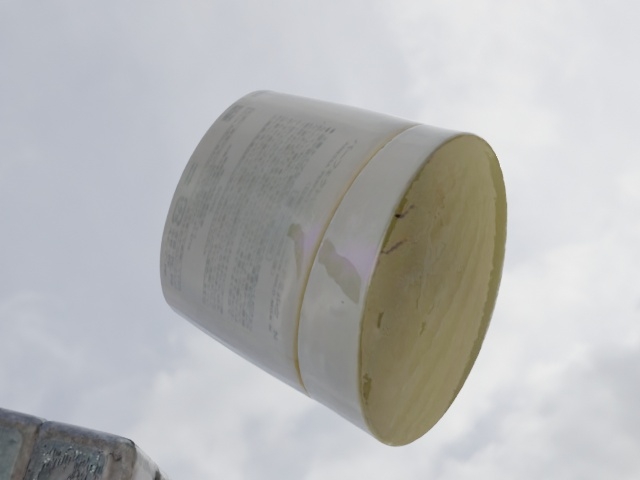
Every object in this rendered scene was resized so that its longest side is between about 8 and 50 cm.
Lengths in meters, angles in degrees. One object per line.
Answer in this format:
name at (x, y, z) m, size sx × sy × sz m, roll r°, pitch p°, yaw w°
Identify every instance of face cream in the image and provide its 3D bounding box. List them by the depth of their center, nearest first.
face cream at (0.000, 0.000, 0.975) m, size 0.081 × 0.348 × 0.174 m, roll 23°, pitch -91°, yaw -25°

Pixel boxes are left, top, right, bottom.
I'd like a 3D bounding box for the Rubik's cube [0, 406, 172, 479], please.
Rubik's cube at (-0.201, 0.211, 0.824) m, size 0.238 × 0.236 × 0.237 m, roll 73°, pitch -150°, yaw -67°
